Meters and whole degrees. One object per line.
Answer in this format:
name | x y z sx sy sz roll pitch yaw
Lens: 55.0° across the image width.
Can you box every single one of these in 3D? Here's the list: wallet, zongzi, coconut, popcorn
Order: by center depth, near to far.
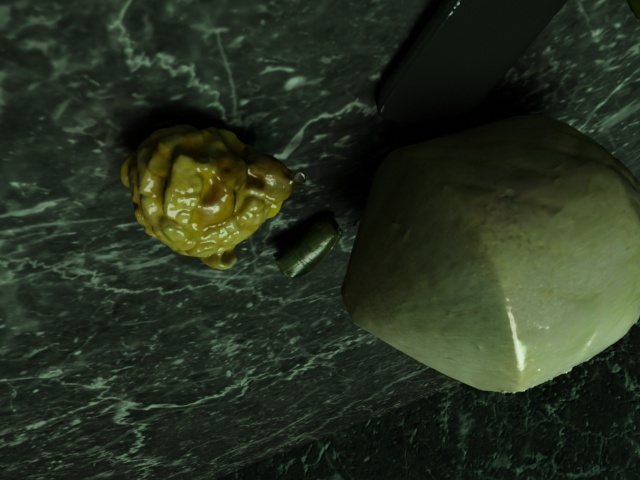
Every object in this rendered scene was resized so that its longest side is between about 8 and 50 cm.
wallet | 0.172 -0.227 0.707 0.149 0.044 0.250 1 146 -29
popcorn | -0.134 -0.055 0.710 0.194 0.140 0.163 -6 142 -45
coconut | 0.220 0.022 0.849 0.416 0.344 0.415 -22 173 -3
zongzi | 0.000 0.000 1.002 0.154 0.062 0.130 -41 170 5

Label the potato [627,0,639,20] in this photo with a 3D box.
potato | 0.420 -0.313 0.550 0.216 0.215 0.304 -5 148 -28
